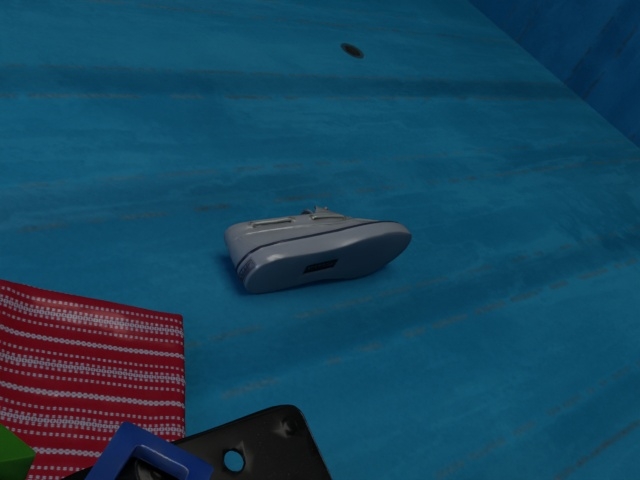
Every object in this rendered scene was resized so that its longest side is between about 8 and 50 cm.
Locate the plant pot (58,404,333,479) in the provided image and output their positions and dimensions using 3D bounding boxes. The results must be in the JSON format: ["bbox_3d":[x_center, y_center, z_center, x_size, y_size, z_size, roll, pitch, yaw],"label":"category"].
[{"bbox_3d":[-0.075,0.218,0.523,0.187,0.167,0.188,-10,64,-36],"label":"plant pot"}]

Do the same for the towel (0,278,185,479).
[{"bbox_3d":[-0.213,0.151,0.664,0.199,0.031,0.275,15,38,-23],"label":"towel"}]

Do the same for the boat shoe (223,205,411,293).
[{"bbox_3d":[0.000,0.000,0.957,0.267,0.096,0.088,-12,57,-34],"label":"boat shoe"}]

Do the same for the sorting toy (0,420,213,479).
[{"bbox_3d":[-0.127,0.208,0.308,0.196,0.047,0.348,22,26,-15],"label":"sorting toy"}]
